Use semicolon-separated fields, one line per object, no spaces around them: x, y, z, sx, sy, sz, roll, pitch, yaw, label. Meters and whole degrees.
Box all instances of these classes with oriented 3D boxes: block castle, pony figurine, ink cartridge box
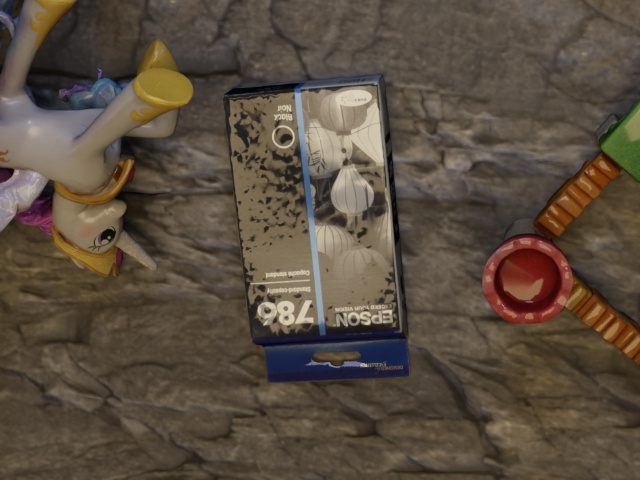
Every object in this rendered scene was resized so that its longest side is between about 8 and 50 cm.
0.399;-0.036;1.343;0.303;0.213;0.453;40;106;-3;block castle
-0.302;-0.098;1.384;0.351;0.303;0.363;16;144;-8;pony figurine
0.000;0.000;1.491;0.165;0.065;0.333;-5;104;9;ink cartridge box
